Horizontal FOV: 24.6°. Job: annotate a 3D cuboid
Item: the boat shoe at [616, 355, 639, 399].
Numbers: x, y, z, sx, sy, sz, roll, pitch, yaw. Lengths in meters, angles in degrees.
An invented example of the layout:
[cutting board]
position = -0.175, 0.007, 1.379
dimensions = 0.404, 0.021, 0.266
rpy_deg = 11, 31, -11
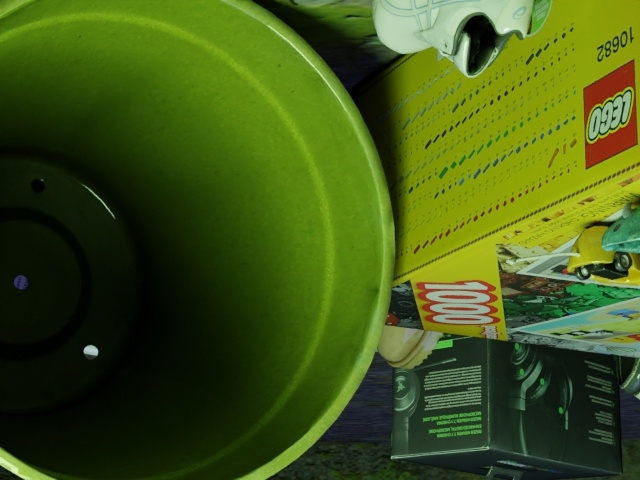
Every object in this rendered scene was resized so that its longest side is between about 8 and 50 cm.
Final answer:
[boat shoe]
position = 0.292, 0.051, 1.418
dimensions = 0.079, 0.233, 0.084
rpy_deg = 12, 141, -7

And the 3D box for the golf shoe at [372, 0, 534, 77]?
[golf shoe]
position = 0.085, -0.146, 0.986
dimensions = 0.069, 0.086, 0.176
rpy_deg = 6, 165, -22

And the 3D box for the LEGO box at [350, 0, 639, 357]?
[LEGO box]
position = 0.274, -0.059, 1.080
dimensions = 0.372, 0.193, 0.500
rpy_deg = 8, 163, -22

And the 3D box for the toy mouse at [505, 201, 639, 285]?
[toy mouse]
position = 0.218, -0.001, 0.881
dimensions = 0.161, 0.031, 0.143
rpy_deg = 12, 161, -30

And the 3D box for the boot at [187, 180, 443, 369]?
[boot]
position = 0.000, 0.000, 1.345
dimensions = 0.269, 0.089, 0.236
rpy_deg = 13, 126, -15

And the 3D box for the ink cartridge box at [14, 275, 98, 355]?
[ink cartridge box]
position = -0.202, 0.054, 1.509
dimensions = 0.273, 0.115, 0.198
rpy_deg = 14, -177, -20

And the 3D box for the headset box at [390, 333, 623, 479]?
[headset box]
position = 0.201, 0.122, 1.566
dimensions = 0.131, 0.283, 0.246
rpy_deg = -13, 159, 41

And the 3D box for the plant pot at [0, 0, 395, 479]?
[plant pot]
position = -0.190, 0.015, 1.135
dimensions = 0.366, 0.366, 0.353
rpy_deg = 9, 169, -26

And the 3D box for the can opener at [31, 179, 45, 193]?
[can opener]
position = -0.248, -0.044, 1.430
dimensions = 0.186, 0.073, 0.059
rpy_deg = 2, 169, 43
